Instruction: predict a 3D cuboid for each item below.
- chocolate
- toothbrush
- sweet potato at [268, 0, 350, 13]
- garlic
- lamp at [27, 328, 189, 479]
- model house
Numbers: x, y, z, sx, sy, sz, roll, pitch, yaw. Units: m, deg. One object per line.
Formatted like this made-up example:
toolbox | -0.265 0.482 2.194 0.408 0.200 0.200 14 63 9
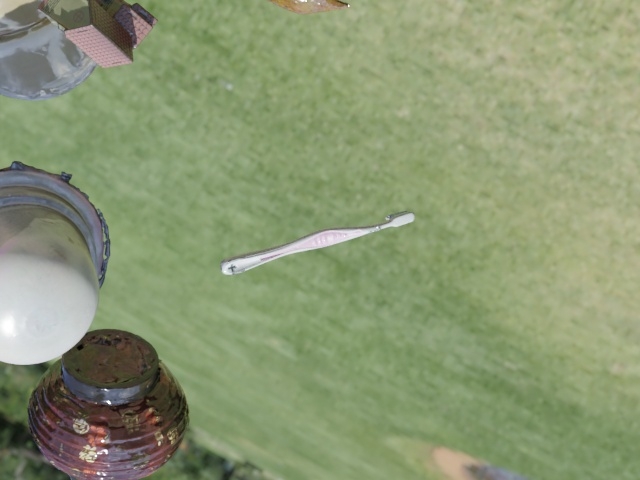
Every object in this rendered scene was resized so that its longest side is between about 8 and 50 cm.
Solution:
chocolate | -0.293 0.047 1.306 0.221 0.221 0.147 37 -169 -30
toothbrush | 0.000 0.000 1.282 0.022 0.204 0.017 24 126 60
sweet potato | -0.068 -0.293 1.366 0.226 0.068 0.068 46 168 2
garlic | -0.350 -0.297 1.450 0.184 0.203 0.281 -115 6 -45
lamp | -0.314 0.259 2.016 0.247 0.247 0.247 28 168 6
model house | -0.158 -0.160 1.011 0.058 0.057 0.083 34 174 32
